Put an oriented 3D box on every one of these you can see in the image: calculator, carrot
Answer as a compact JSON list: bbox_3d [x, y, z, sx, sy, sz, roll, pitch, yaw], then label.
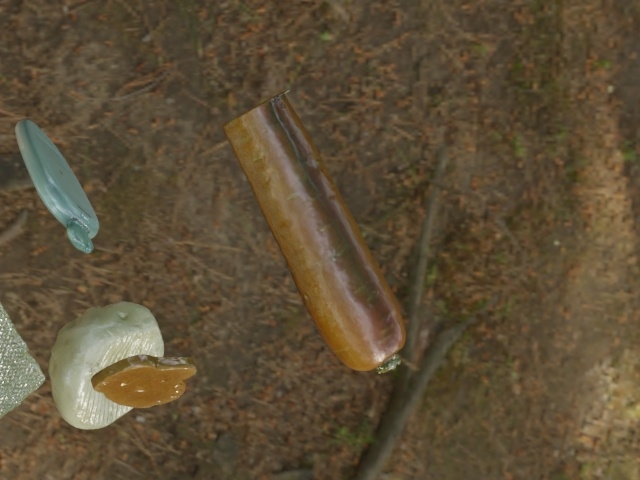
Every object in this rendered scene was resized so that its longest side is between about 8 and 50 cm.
[{"bbox_3d":[-0.461,-0.097,2.055,0.042,0.295,0.184,-32,151,3],"label":"calculator"},{"bbox_3d":[0.000,0.000,0.875,0.067,0.067,0.225,-30,98,-34],"label":"carrot"}]

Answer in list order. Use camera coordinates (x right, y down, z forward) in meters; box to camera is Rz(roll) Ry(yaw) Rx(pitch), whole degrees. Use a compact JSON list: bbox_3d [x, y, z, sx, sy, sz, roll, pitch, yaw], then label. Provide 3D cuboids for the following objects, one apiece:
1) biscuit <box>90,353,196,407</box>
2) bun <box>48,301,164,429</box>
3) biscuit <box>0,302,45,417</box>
[{"bbox_3d":[-0.209,0.168,1.425,0.140,0.118,0.023,61,10,-62],"label":"biscuit"},{"bbox_3d":[-0.373,0.201,1.965,0.231,0.133,0.231,-34,139,-36],"label":"bun"},{"bbox_3d":[-0.443,0.157,1.520,0.121,0.040,0.199,-39,141,-21],"label":"biscuit"}]
